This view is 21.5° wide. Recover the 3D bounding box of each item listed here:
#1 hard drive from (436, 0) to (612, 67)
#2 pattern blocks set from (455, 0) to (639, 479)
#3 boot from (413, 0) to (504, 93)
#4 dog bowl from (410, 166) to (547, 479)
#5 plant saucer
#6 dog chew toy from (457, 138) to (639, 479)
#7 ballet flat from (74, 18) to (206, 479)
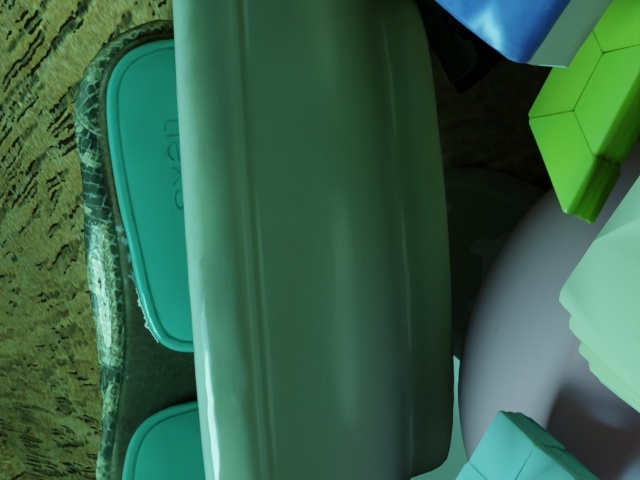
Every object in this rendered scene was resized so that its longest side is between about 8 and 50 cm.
[{"bbox_3d":[0.070,-0.234,0.418,0.210,0.040,0.319,45,117,27],"label":"hard drive"},{"bbox_3d":[0.161,-0.006,0.502,0.026,0.325,0.285,19,-174,-39],"label":"pattern blocks set"},{"bbox_3d":[0.044,-0.182,0.766,0.161,0.083,0.246,43,162,21],"label":"boot"},{"bbox_3d":[0.122,0.132,0.980,0.349,0.102,0.349,44,154,28],"label":"dog bowl"},{"bbox_3d":[0.000,0.000,0.757,0.400,0.100,0.401,177,90,-89],"label":"plant saucer"},{"bbox_3d":[0.212,0.083,0.612,0.332,0.206,0.207,24,142,40],"label":"dog chew toy"},{"bbox_3d":[-0.083,0.096,1.148,0.182,0.164,0.483,140,123,-75],"label":"ballet flat"}]
